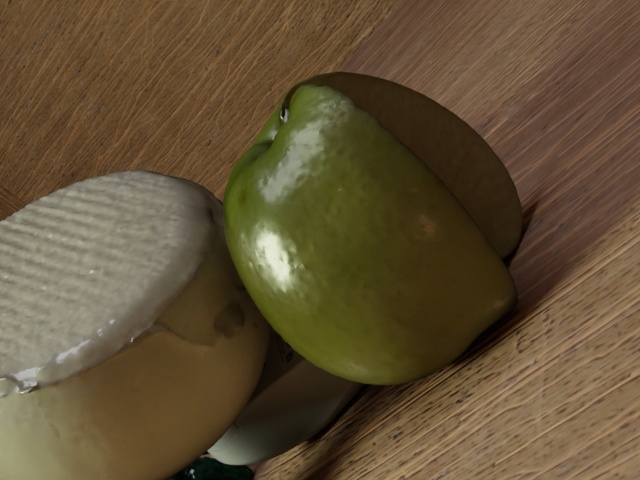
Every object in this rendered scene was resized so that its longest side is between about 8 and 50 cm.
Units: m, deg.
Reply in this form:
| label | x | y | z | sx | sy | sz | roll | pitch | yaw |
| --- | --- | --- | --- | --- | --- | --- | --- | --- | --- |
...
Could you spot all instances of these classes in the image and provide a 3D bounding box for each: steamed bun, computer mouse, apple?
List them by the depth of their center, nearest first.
| label | x | y | z | sx | sy | sz | roll | pitch | yaw |
| --- | --- | --- | --- | --- | --- | --- | --- | --- | --- |
| apple | 0.037 | -0.005 | 1.382 | 0.233 | 0.258 | 0.295 | -50 | 9 | 18 |
| steamed bun | -0.214 | 0.109 | 1.535 | 0.374 | 0.241 | 0.374 | -17 | 35 | 12 |
| computer mouse | -0.017 | 0.119 | 1.619 | 0.297 | 0.121 | 0.184 | -46 | 34 | 18 |

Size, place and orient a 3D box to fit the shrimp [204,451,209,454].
| label | x | y | z | sx | sy | sz | roll | pitch | yaw |
| --- | --- | --- | --- | --- | --- | --- | --- | --- | --- |
| shrimp | -0.123 | 0.223 | 1.884 | 0.145 | 0.061 | 0.267 | -36 | 9 | -4 |

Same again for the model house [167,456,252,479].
| label | x | y | z | sx | sy | sz | roll | pitch | yaw |
| --- | --- | --- | --- | --- | --- | --- | --- | --- | --- |
| model house | -0.308 | 0.298 | 1.792 | 0.252 | 0.329 | 0.295 | -61 | 13 | -22 |
